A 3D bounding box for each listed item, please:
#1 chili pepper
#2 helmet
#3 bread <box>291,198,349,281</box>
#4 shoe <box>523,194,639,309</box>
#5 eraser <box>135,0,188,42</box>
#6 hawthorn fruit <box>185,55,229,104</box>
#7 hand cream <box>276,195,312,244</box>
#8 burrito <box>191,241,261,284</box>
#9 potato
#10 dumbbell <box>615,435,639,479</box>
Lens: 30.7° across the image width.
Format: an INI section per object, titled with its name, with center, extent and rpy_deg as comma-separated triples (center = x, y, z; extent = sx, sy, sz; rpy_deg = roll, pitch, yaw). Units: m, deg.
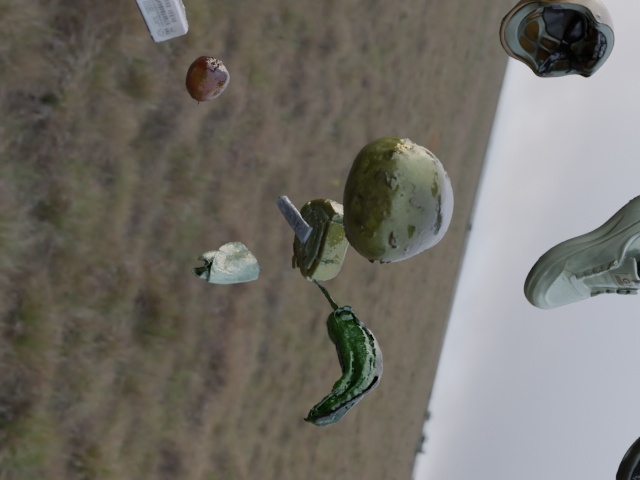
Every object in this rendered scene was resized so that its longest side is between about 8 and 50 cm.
[chili pepper]
center = 0.038, 0.189, 1.899
extent = 0.278, 0.122, 0.065
rpy_deg = -90, -162, -45
[helmet]
center = 0.484, -0.432, 2.341
extent = 0.198, 0.224, 0.130
rpy_deg = 86, 24, -46
[bread]
center = 0.000, 0.000, 2.160
extent = 0.117, 0.064, 0.156
rpy_deg = 7, -96, 53
[shoe]
center = 0.527, 0.050, 2.104
extent = 0.316, 0.124, 0.159
rpy_deg = -39, -146, 10
[eraser]
center = -0.257, -0.400, 1.757
extent = 0.210, 0.068, 0.124
rpy_deg = 80, -5, -76
[hawthorn fruit]
center = -0.190, -0.269, 1.934
extent = 0.077, 0.077, 0.077
rpy_deg = 14, 90, -83
[hand cream]
center = -0.042, -0.035, 1.741
extent = 0.030, 0.019, 0.093
rpy_deg = -58, -136, 25
[burrito]
center = -0.152, 0.040, 1.823
extent = 0.118, 0.074, 0.044
rpy_deg = -14, 141, -44
[potato]
center = 0.133, -0.062, 1.954
extent = 0.307, 0.173, 0.210
rpy_deg = 9, 88, -74
[dumbbell]
center = 0.578, 0.398, 1.796
extent = 0.290, 0.192, 0.192
rpy_deg = 35, -63, 57
